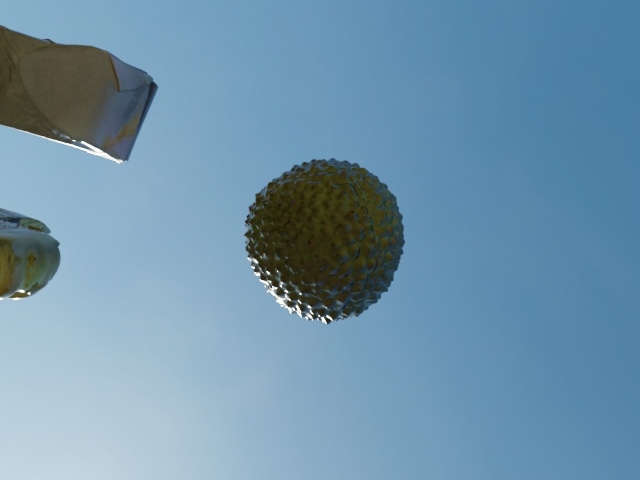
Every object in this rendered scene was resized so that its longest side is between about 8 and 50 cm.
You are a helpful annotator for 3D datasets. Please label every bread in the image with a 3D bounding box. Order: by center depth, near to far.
[{"bbox_3d":[-0.691,0.023,1.581,0.333,0.333,0.160,20,-80,35],"label":"bread"}]

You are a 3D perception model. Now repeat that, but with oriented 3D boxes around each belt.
[{"bbox_3d":[-0.375,-0.200,0.988,0.338,0.217,0.122,18,-88,4],"label":"belt"}]

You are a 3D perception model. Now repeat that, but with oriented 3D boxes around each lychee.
[{"bbox_3d":[0.006,-0.003,1.285,0.320,0.270,0.270,2,-100,41],"label":"lychee"}]
